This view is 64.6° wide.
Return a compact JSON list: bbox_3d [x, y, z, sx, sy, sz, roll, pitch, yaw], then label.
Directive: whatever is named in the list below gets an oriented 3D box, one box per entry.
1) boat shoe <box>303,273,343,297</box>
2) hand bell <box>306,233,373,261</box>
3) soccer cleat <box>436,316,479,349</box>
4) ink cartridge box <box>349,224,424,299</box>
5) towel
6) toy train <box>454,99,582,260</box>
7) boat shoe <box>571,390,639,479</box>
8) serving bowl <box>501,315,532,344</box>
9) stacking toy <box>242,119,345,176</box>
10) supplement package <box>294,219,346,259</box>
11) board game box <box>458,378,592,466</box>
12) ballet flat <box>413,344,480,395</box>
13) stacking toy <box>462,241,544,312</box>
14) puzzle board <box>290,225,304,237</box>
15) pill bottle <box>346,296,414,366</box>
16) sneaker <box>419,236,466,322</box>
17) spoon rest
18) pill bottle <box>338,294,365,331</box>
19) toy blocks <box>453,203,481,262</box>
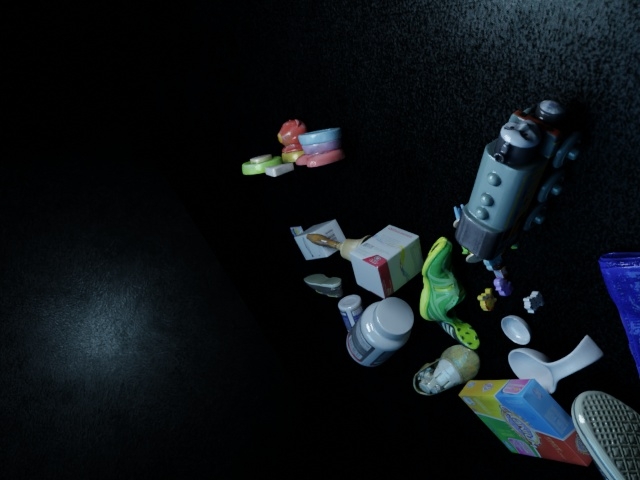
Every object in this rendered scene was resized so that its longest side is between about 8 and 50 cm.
[{"bbox_3d":[0.011,0.188,2.091,0.228,0.081,0.068,7,121,55],"label":"boat shoe"},{"bbox_3d":[0.051,0.016,1.708,0.242,0.126,0.126,16,134,32],"label":"hand bell"},{"bbox_3d":[0.406,0.265,1.518,0.179,0.060,0.072,46,162,38],"label":"soccer cleat"},{"bbox_3d":[0.201,0.060,1.511,0.128,0.176,0.127,27,143,48],"label":"ink cartridge box"},{"bbox_3d":[0.659,0.165,0.929,0.228,0.076,0.308,-6,113,63],"label":"towel"},{"bbox_3d":[0.378,-0.108,0.995,0.142,0.190,0.334,42,150,29],"label":"toy train"},{"bbox_3d":[0.724,0.562,1.133,0.500,0.187,0.156,50,148,5],"label":"boat shoe"},{"bbox_3d":[0.512,0.227,1.312,0.083,0.027,0.083,42,150,31],"label":"serving bowl"},{"bbox_3d":[-0.095,-0.294,1.549,0.309,0.280,0.130,15,120,56],"label":"stacking toy"},{"bbox_3d":[0.000,0.000,1.878,0.105,0.105,0.179,61,154,-7],"label":"supplement package"},{"bbox_3d":[0.561,0.495,1.408,0.242,0.064,0.316,47,158,2],"label":"board game box"},{"bbox_3d":[0.398,0.435,1.644,0.123,0.123,0.348,52,153,13],"label":"ballet flat"},{"bbox_3d":[0.437,0.080,1.257,0.167,0.052,0.221,-7,111,62],"label":"stacking toy"},{"bbox_3d":[-0.079,0.000,2.127,0.096,0.011,0.128,-3,116,61],"label":"puzzle board"},{"bbox_3d":[0.210,0.317,1.772,0.176,0.176,0.318,51,153,15],"label":"pill bottle"},{"bbox_3d":[0.350,0.112,1.416,0.124,0.109,0.295,14,133,24],"label":"sneaker"},{"bbox_3d":[0.562,0.310,1.251,0.137,0.084,0.276,52,153,13],"label":"spoon rest"},{"bbox_3d":[0.138,0.306,1.982,0.094,0.094,0.169,15,130,55],"label":"pill bottle"},{"bbox_3d":[0.359,-0.038,1.210,0.123,0.054,0.148,87,172,-61],"label":"toy blocks"}]
